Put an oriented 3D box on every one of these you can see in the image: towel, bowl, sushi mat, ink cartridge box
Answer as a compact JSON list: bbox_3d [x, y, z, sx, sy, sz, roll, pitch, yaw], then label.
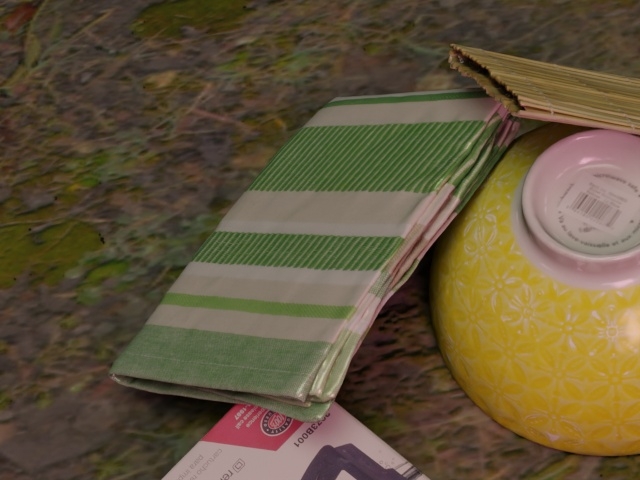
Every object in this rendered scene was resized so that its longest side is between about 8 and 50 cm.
[{"bbox_3d":[0.000,0.000,1.236,0.248,0.038,0.325,3,49,47],"label":"towel"},{"bbox_3d":[0.218,0.003,1.196,0.289,0.156,0.289,-6,59,9],"label":"bowl"},{"bbox_3d":[0.266,-0.099,1.199,0.316,0.019,0.151,8,19,-18],"label":"sushi mat"},{"bbox_3d":[0.005,0.230,1.141,0.237,0.100,0.172,37,73,28],"label":"ink cartridge box"}]
